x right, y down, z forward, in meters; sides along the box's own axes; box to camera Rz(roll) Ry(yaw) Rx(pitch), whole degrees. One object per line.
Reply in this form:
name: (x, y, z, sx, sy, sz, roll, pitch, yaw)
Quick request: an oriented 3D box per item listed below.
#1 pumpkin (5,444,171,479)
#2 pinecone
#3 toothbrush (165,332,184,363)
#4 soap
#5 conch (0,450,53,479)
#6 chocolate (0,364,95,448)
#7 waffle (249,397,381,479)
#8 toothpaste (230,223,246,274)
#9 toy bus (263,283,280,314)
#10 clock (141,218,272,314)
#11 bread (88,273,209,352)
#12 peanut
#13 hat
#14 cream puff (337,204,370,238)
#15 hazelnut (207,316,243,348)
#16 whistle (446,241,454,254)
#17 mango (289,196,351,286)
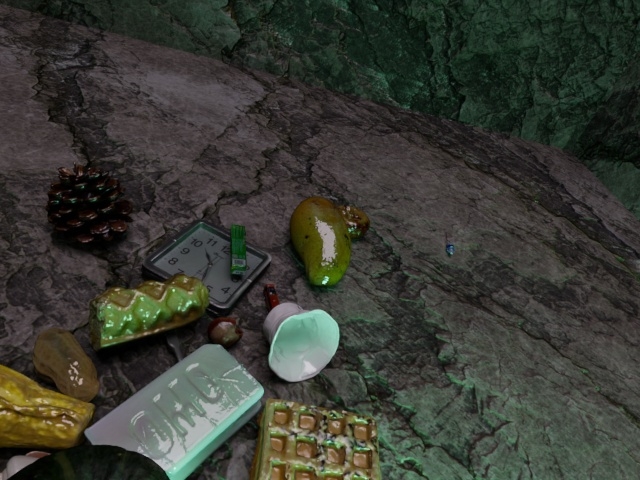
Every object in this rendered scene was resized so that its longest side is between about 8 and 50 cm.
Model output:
pumpkin: (-0.344, 0.449, 0.653, 0.300, 0.207, 0.300, 17, 54, -25)
pinecone: (-0.628, -0.103, 1.233, 0.221, 0.222, 0.222, 12, 37, -10)
toothbrush: (-0.284, 0.324, 0.995, 0.030, 0.031, 0.297, -4, 43, -38)
soap: (-0.271, 0.343, 0.885, 0.172, 0.095, 0.289, 37, 48, 24)
conch: (-0.457, 0.398, 0.774, 0.176, 0.104, 0.094, -5, 70, -34)
chocolate: (-0.629, 0.269, 0.799, 0.444, 0.162, 0.162, 16, 37, -7)
waffle: (-0.017, 0.490, 0.841, 0.260, 0.114, 0.376, 12, 38, -6)
toothpaste: (-0.234, 0.023, 1.304, 0.043, 0.037, 0.179, 4, 40, -15)
toy bus: (-0.131, 0.166, 1.246, 0.031, 0.043, 0.110, 1, 41, -22)
clock: (-0.311, 0.069, 1.284, 0.273, 0.049, 0.279, 27, 37, 9)
bread: (-0.386, 0.158, 1.053, 0.267, 0.152, 0.130, -11, 67, -38)
peanut: (-0.518, 0.255, 0.929, 0.093, 0.083, 0.194, -23, 54, -42)
hat: (-0.064, 0.230, 1.114, 0.203, 0.203, 0.126, -8, 23, -31)
cream puff: (0.098, -0.061, 1.602, 0.148, 0.085, 0.149, 12, 34, -8)
hazelnut: (-0.231, 0.220, 1.113, 0.086, 0.086, 0.086, 12, 37, -10)
whistle: (0.486, 0.030, 1.708, 0.033, 0.029, 0.083, 34, 29, -6)
mango: (0.006, -0.005, 1.431, 0.176, 0.176, 0.330, -31, 45, 8)
